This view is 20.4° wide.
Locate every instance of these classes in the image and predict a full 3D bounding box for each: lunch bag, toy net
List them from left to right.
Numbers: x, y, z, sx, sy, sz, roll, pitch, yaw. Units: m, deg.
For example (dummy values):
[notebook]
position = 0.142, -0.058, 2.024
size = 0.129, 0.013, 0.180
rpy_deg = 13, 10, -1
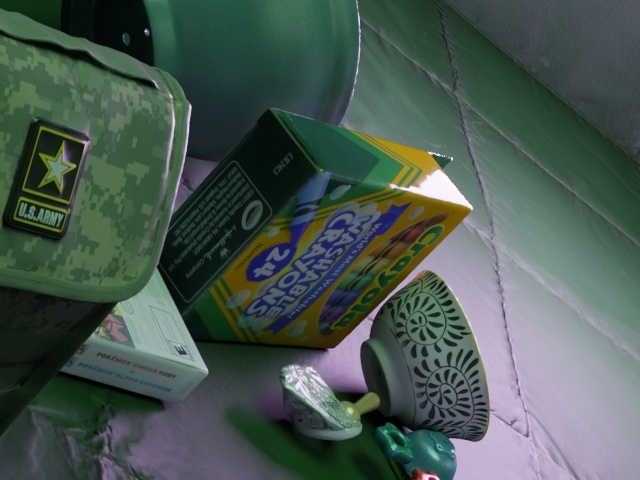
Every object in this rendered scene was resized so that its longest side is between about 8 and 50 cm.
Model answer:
[lunch bag]
position = -0.231, -0.015, 1.063
size = 0.235, 0.287, 0.169
rpy_deg = 16, 33, -54
[toy net]
position = 0.045, 0.183, 1.557
size = 0.232, 0.045, 0.122
rpy_deg = 28, 27, -33

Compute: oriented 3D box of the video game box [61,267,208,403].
[video game box]
position = -0.199, 0.026, 1.395
size = 0.187, 0.048, 0.205
rpy_deg = 25, 26, -46

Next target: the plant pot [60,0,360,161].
[plant pot]
position = -0.128, -0.206, 1.721
size = 0.196, 0.293, 0.293
rpy_deg = -13, 55, -36

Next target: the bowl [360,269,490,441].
[bowl]
position = 0.087, 0.119, 1.668
size = 0.170, 0.080, 0.170
rpy_deg = 163, -90, -75

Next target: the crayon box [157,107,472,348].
[crayon box]
position = 0.000, 0.000, 1.598
size = 0.083, 0.203, 0.323
rpy_deg = 53, 22, 24
